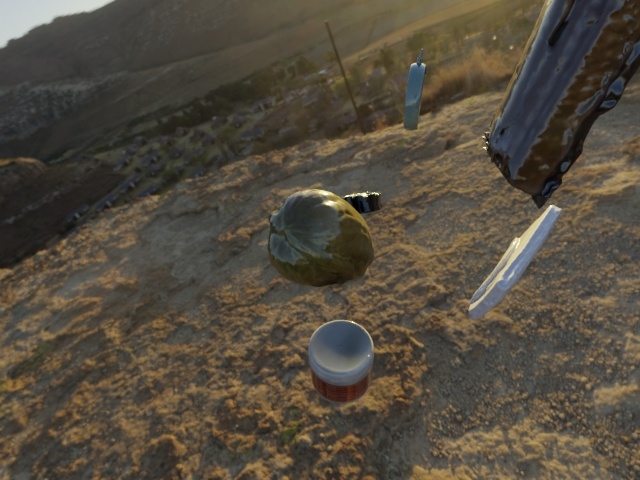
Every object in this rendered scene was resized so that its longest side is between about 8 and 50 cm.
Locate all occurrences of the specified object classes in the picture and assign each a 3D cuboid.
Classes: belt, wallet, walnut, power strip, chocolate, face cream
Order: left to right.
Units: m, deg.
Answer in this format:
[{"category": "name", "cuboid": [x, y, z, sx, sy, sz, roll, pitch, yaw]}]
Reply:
[{"category": "walnut", "cuboid": [0.000, 0.000, 1.003, 0.227, 0.283, 0.283, -56, 32, 10]}, {"category": "face cream", "cuboid": [0.066, 0.386, 1.312, 0.201, 0.187, 0.201, -2, 43, 2]}, {"category": "belt", "cuboid": [0.117, -0.103, 1.163, 0.105, 0.058, 0.140, -2, 10, 29]}, {"category": "power strip", "cuboid": [0.272, -0.429, 1.186, 0.044, 0.215, 0.137, 9, 9, 13]}, {"category": "wallet", "cuboid": [0.279, 0.033, 0.606, 0.032, 0.124, 0.183, 40, 65, 16]}, {"category": "chocolate", "cuboid": [0.176, -0.178, 0.240, 0.065, 0.329, 0.102, 9, 37, -5]}]
